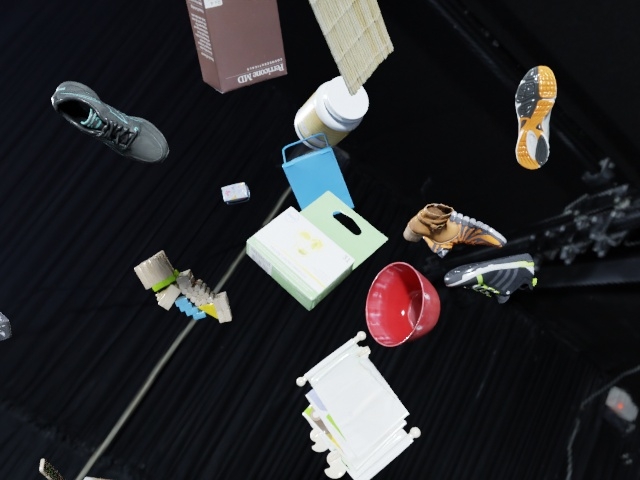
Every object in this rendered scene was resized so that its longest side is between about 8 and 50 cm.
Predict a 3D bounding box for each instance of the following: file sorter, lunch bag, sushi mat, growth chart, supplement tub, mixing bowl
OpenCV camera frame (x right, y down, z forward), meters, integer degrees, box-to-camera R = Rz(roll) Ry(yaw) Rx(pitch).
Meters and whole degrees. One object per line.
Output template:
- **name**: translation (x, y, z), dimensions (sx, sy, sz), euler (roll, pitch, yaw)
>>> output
- **file sorter**: translation (-0.008, -0.150, 1.488), dimensions (0.118, 0.104, 0.170), euler (-19, -55, 6)
- **lunch bag**: translation (-0.241, -0.134, 1.796), dimensions (0.071, 0.053, 0.083), euler (-12, 1, -2)
- **sushi mat**: translation (0.048, -0.420, 1.123), dimensions (0.019, 0.151, 0.316), euler (26, -19, 35)
- **growth chart**: translation (0.051, 0.279, 1.036), dimensions (0.237, 0.172, 0.021), euler (57, 0, 41)
- **supplement tub**: translation (0.030, -0.344, 1.706), dimensions (0.144, 0.144, 0.199), euler (37, -27, -12)
- **mixing bowl**: translation (0.194, 0.146, 1.361), dimensions (0.098, 0.181, 0.181), euler (15, -11, -32)

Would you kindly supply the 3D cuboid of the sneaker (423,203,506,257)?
- **sneaker**: translation (0.532, 0.000, 2.382), dimensions (0.321, 0.180, 0.124), euler (26, -1, 31)

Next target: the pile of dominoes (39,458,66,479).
- **pile of dominoes**: translation (-0.643, 0.654, 1.516), dimensions (0.040, 0.196, 0.251), euler (-1, -33, -7)

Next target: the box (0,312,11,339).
- **box**: translation (-0.981, 0.236, 1.669), dimensions (0.183, 0.231, 0.056), euler (21, -64, 39)

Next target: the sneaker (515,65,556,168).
- **sneaker**: translation (0.562, -0.322, 1.650), dimensions (0.099, 0.262, 0.121), euler (8, 11, 18)

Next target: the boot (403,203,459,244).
- **boot**: translation (0.357, -0.053, 1.849), dimensions (0.197, 0.073, 0.152), euler (-7, -29, -25)

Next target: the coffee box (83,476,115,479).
- **coffee box**: translation (-0.430, 0.635, 1.416), dimensions (0.246, 0.141, 0.098), euler (20, -57, -27)

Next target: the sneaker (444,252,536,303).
- **sneaker**: translation (0.377, 0.090, 1.346), dimensions (0.084, 0.234, 0.097), euler (164, -84, -67)

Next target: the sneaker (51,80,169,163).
- **sneaker**: translation (-0.459, -0.241, 1.361), dimensions (0.267, 0.101, 0.106), euler (29, 16, -17)

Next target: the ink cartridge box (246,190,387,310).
- **ink cartridge box**: translation (0.000, 0.000, 1.198), dimensions (0.171, 0.235, 0.056), euler (41, -29, 17)

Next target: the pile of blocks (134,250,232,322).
- **pile of blocks**: translation (-0.463, 0.173, 2.147), dimensions (0.362, 0.149, 0.112), euler (37, 6, -9)

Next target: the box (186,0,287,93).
- **box**: translation (-0.216, -0.573, 1.514), dimensions (0.143, 0.191, 0.381), euler (42, -31, 48)
